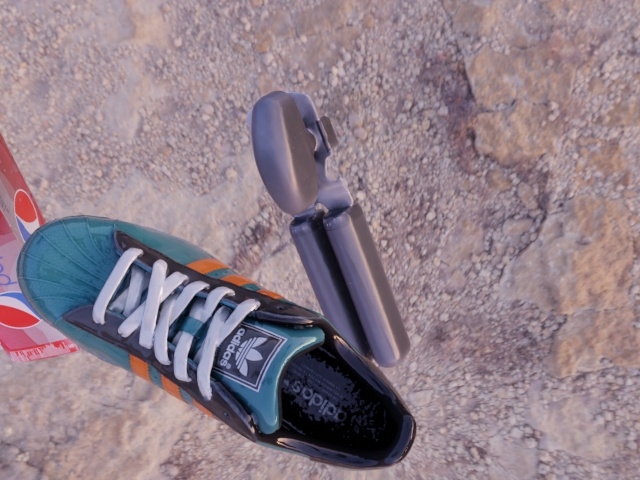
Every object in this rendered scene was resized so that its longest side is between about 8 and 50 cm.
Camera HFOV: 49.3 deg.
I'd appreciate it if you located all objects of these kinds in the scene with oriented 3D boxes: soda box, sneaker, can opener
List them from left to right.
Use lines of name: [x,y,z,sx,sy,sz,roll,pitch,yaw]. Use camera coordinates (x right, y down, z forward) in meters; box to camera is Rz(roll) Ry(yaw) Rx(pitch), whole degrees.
soda box: [-0.343,0.017,0.763,0.083,0.263,0.092,-11,43,-4]
sneaker: [-0.065,0.065,0.474,0.302,0.121,0.108,28,75,-8]
can opener: [0.000,0.000,0.628,0.074,0.093,0.280,-10,113,36]
